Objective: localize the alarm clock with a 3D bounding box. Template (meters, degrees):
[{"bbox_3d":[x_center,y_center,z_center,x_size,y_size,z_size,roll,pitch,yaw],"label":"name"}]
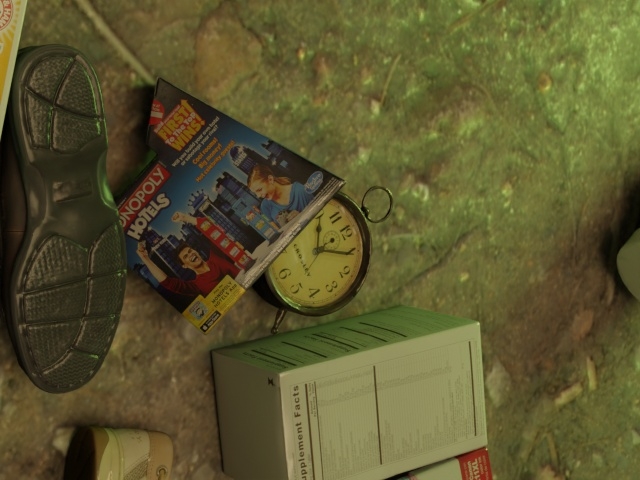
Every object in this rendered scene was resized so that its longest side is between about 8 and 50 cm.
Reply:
[{"bbox_3d":[0.000,0.000,1.237,0.192,0.064,0.129,-31,111,-23],"label":"alarm clock"}]

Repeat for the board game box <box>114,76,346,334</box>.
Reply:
[{"bbox_3d":[-0.112,-0.048,1.137,0.194,0.060,0.194,43,88,-2],"label":"board game box"}]

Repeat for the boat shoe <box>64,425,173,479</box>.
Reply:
[{"bbox_3d":[-0.191,0.324,1.124,0.098,0.109,0.302,8,85,-32],"label":"boat shoe"}]

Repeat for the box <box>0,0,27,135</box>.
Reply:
[{"bbox_3d":[-0.322,-0.128,0.991,0.114,0.103,0.203,11,89,-33],"label":"box"}]

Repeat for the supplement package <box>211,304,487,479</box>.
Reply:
[{"bbox_3d":[0.031,0.159,1.231,0.244,0.134,0.139,-10,100,-32],"label":"supplement package"}]

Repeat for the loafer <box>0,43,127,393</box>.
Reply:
[{"bbox_3d":[-0.238,-0.021,1.072,0.109,0.095,0.302,-7,103,-36],"label":"loafer"}]

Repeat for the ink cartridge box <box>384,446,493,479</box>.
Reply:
[{"bbox_3d":[0.075,0.263,1.274,0.175,0.127,0.072,-14,101,-32],"label":"ink cartridge box"}]

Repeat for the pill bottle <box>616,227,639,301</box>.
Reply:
[{"bbox_3d":[0.504,-0.039,1.499,0.301,0.169,0.169,-42,115,-23],"label":"pill bottle"}]
